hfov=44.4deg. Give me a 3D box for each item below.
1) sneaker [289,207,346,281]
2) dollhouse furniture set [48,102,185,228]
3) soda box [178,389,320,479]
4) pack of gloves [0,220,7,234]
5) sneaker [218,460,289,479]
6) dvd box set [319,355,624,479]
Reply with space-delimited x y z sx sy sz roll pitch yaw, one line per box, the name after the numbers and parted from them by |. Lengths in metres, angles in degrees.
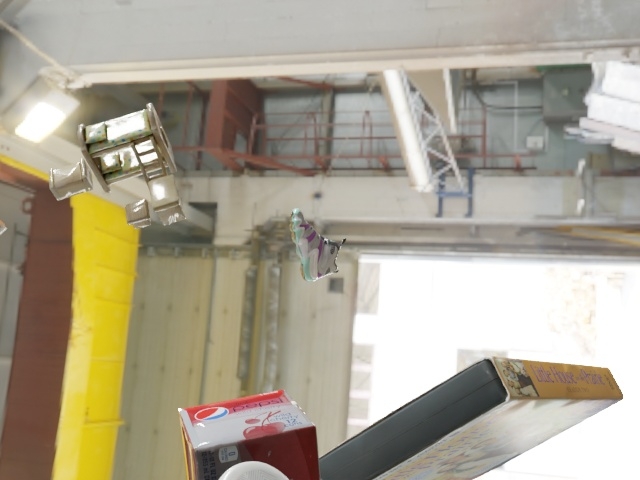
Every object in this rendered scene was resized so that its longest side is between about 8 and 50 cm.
0.000 0.000 1.033 0.038 0.069 0.098 -157 53 -76 | sneaker
-0.299 -0.087 1.095 0.101 0.181 0.161 75 176 -52 | dollhouse furniture set
-0.046 0.255 0.593 0.083 0.092 0.263 -155 59 -70 | soda box
-0.277 0.024 0.322 0.232 0.046 0.195 -45 -23 -11 | pack of gloves
-0.034 0.249 0.447 0.079 0.121 0.217 -1 -125 -39 | sneaker
0.216 0.264 1.085 0.420 0.307 0.062 15 -137 -52 | dvd box set
